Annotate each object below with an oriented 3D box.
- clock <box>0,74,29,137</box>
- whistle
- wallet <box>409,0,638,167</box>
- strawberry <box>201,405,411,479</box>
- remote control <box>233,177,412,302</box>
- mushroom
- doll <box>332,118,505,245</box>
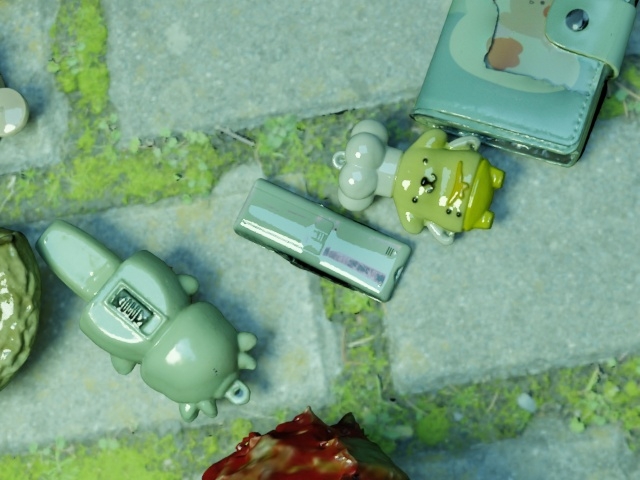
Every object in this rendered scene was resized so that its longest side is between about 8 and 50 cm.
[{"bbox_3d":[-0.400,-0.137,1.219,0.229,0.063,0.156,7,83,13],"label":"clock"},{"bbox_3d":[-0.165,0.072,1.119,0.253,0.106,0.102,38,56,7],"label":"whistle"},{"bbox_3d":[0.207,-0.208,1.133,0.176,0.075,0.250,18,82,17],"label":"wallet"},{"bbox_3d":[-0.048,0.307,0.955,0.343,0.292,0.292,-32,75,-14],"label":"strawberry"},{"bbox_3d":[0.000,0.000,1.144,0.166,0.029,0.065,25,83,12],"label":"remote control"},{"bbox_3d":[-0.397,0.084,1.117,0.267,0.189,0.164,-18,108,-25],"label":"mushroom"},{"bbox_3d":[0.089,-0.057,1.123,0.162,0.062,0.106,15,93,11],"label":"doll"}]
